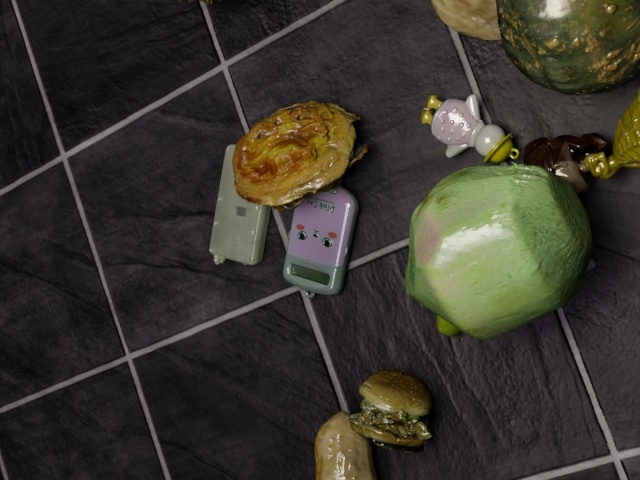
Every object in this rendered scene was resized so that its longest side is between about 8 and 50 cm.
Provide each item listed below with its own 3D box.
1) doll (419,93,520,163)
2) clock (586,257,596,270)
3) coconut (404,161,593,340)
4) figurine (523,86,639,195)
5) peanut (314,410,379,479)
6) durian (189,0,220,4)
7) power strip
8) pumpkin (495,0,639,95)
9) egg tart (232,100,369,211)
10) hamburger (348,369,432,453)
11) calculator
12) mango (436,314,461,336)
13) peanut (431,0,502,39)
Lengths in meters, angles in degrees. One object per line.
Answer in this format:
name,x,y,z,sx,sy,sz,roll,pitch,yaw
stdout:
doll,0.276,-0.203,1.915,0.207,0.081,0.129,31,115,22
clock,0.391,0.025,1.864,0.176,0.080,0.117,-25,82,28
coconut,0.276,0.016,1.715,0.328,0.328,0.281,-26,99,28
figurine,0.490,-0.144,1.761,0.315,0.187,0.168,-27,84,37
peanut,0.049,0.451,2.056,0.129,0.129,0.224,-13,86,29
durian,-0.239,-0.622,2.102,0.258,0.258,0.293,32,98,24
power strip,-0.161,-0.074,2.190,0.118,0.046,0.271,14,99,25
pumpkin,0.427,-0.405,1.698,0.257,0.291,0.328,11,88,37
egg tart,-0.035,-0.152,2.044,0.297,0.132,0.297,-19,40,17
hamburger,0.146,0.327,1.980,0.185,0.159,0.131,30,105,45
calculator,0.000,0.000,2.105,0.141,0.045,0.246,17,102,28
mango,0.254,0.101,1.954,0.091,0.074,0.165,18,113,23
peanut,0.300,-0.482,1.866,0.196,0.110,0.233,29,106,28
